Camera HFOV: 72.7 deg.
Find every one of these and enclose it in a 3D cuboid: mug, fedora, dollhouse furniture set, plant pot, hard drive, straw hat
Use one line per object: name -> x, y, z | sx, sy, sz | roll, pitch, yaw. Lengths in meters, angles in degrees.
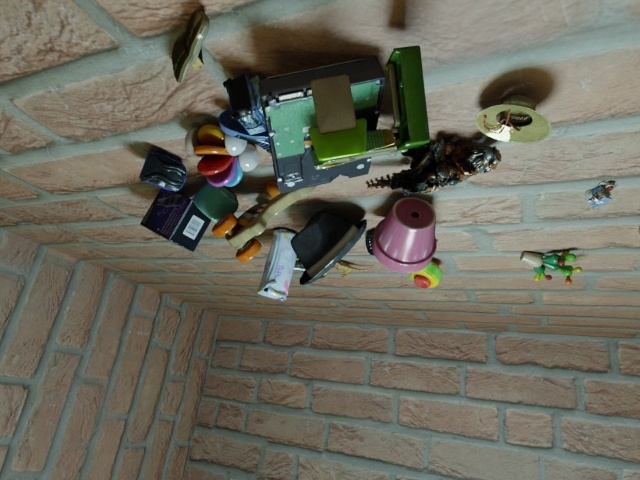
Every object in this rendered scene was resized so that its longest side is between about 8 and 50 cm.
mug -> -0.331, -0.134, 1.388 | 0.129, 0.097, 0.157 | 38, -172, -44
fedora -> 0.000, 0.000, 1.470 | 0.152, 0.334, 0.334 | 44, 152, -5
dollhouse furniture set -> 0.070, -0.231, 0.828 | 0.198, 0.151, 0.301 | -10, -174, 1
plant pot -> 0.268, -0.029, 1.333 | 0.202, 0.201, 0.180 | 8, 143, 2
hard drive -> 0.002, -0.232, 0.948 | 0.237, 0.064, 0.339 | -14, 158, -5
straw hat -> 0.386, -0.253, 0.859 | 0.145, 0.061, 0.144 | 22, 170, 4

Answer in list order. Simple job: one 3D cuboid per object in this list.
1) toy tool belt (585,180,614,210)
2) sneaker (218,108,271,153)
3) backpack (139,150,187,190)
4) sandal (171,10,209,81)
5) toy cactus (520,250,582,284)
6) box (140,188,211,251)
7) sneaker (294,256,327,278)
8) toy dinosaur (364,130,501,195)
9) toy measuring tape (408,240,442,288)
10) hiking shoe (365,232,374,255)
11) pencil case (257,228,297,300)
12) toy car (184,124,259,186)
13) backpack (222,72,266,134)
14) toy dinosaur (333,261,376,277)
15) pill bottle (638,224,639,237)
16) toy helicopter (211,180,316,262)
toy tool belt -> 0.717, -0.110, 1.108 | 0.052, 0.051, 0.083 | 11, 159, -5
sneaker -> -0.129, -0.248, 1.050 | 0.233, 0.081, 0.090 | 11, 152, -9
backpack -> -0.458, -0.204, 1.281 | 0.120, 0.097, 0.101 | 19, -174, -26
sandal -> -0.243, -0.364, 0.836 | 0.049, 0.072, 0.180 | -3, 165, -38
toy cactus -> 0.806, 0.093, 1.553 | 0.181, 0.112, 0.219 | 18, 168, 4
box -> -0.481, -0.072, 1.459 | 0.207, 0.153, 0.108 | 20, 169, 39
sneaker -> -0.065, 0.087, 1.929 | 0.235, 0.084, 0.097 | 17, 122, -3
toy dinosaur -> 0.252, -0.162, 1.047 | 0.322, 0.164, 0.218 | -35, 153, 32
toy measuring tape -> 0.435, 0.107, 1.700 | 0.122, 0.121, 0.330 | 9, 152, 0
hiking shoe -> 0.251, 0.010, 1.548 | 0.114, 0.086, 0.227 | -7, -174, -28
pencil case -> -0.162, 0.094, 1.684 | 0.114, 0.273, 0.124 | 4, 161, 32
toy car -> -0.258, -0.208, 1.125 | 0.159, 0.136, 0.182 | 1, 158, 18
backpack -> -0.144, -0.286, 0.929 | 0.084, 0.104, 0.114 | -16, 165, 6
toy dinosaur -> 0.126, 0.127, 1.939 | 0.212, 0.064, 0.112 | 15, 157, -16
pill bottle -> 0.901, -0.042, 1.119 | 0.117, 0.117, 0.215 | -1, 157, 25
toy helicopter -> -0.149, -0.101, 1.326 | 0.355, 0.235, 0.140 | -30, 113, 25
